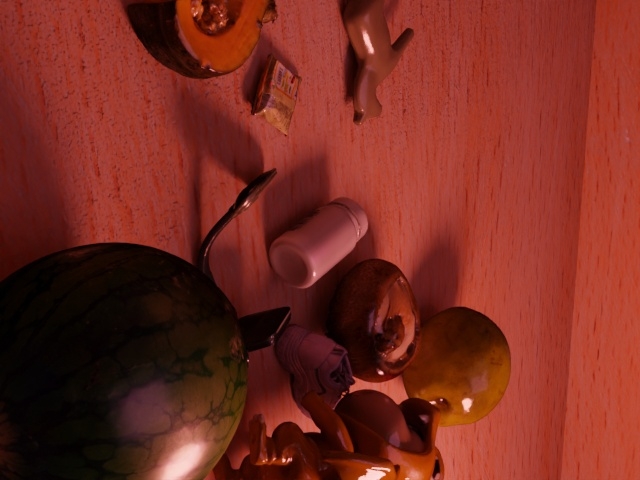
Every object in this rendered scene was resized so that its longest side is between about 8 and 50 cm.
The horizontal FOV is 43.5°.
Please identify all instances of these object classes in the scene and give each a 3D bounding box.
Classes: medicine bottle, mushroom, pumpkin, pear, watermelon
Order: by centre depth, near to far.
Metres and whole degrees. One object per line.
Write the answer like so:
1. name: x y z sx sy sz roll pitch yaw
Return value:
1. watermelon: -0.255 0.170 0.933 0.363 0.363 0.363 -21 116 -51
2. pumpkin: -0.147 -0.304 1.132 0.248 0.131 0.125 -36 119 -39
3. medicine bottle: 0.000 0.000 1.447 0.187 0.103 0.102 -40 130 -43
4. mushroom: 0.107 0.158 1.594 0.253 0.153 0.253 4 86 -60
5. pear: 0.321 0.290 1.872 0.307 0.253 0.252 -41 132 -52

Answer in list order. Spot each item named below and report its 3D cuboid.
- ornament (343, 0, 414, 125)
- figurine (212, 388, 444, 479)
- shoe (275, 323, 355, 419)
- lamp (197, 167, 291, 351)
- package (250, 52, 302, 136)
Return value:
1. ornament: 0.102 -0.360 1.525 0.244 0.061 0.230 -57 142 -30
2. figurine: 0.022 0.424 1.391 0.387 0.268 0.400 9 120 -31
3. shoe: 0.013 0.264 1.512 0.095 0.138 0.245 -48 135 -32
4. lamp: -0.116 0.027 1.310 0.203 0.125 0.283 -52 139 -64
5. package: -0.071 -0.242 1.340 0.121 0.031 0.107 25 80 -60
